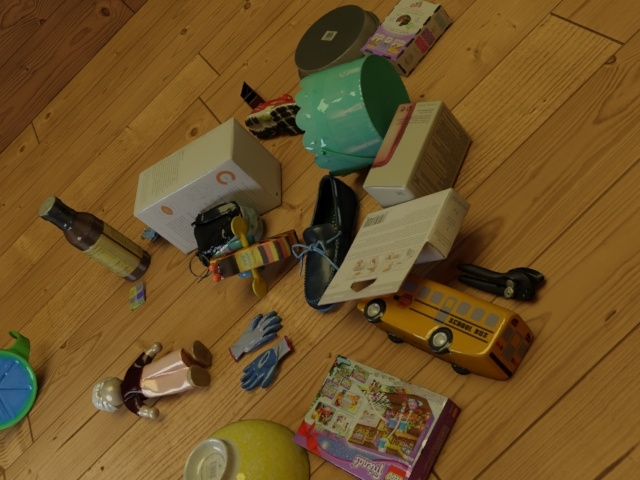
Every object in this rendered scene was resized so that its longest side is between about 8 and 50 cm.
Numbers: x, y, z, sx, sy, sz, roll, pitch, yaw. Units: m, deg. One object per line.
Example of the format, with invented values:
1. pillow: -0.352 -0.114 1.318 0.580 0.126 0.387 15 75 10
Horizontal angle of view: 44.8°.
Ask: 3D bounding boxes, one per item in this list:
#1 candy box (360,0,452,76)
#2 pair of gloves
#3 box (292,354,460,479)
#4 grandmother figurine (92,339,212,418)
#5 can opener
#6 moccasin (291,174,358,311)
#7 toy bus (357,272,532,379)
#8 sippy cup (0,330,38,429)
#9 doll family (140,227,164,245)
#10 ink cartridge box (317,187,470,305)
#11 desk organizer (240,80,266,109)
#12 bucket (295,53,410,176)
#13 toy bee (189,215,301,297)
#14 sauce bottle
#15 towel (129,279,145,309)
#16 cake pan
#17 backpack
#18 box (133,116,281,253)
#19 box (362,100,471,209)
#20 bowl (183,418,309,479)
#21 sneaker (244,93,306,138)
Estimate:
1. candy box: 0.229 -0.552 2.089 0.196 0.070 0.165 -51 40 -2
2. pair of gloves: -0.139 0.259 1.807 0.159 0.023 0.198 -43 39 9
3. box: 0.100 0.355 1.490 0.293 0.057 0.201 14 69 46
4. grandmother figurine: -0.431 0.347 1.939 0.342 0.104 0.208 -23 37 23
5. can opener: 0.340 0.080 1.509 0.186 0.073 0.059 6 102 47
6. moccasin: 0.000 0.000 1.815 0.138 0.117 0.342 -18 48 31
7. toy bus: 0.228 0.158 1.494 0.333 0.108 0.130 21 74 48
8. sippy cup: -0.984 0.424 2.286 0.305 0.240 0.224 -24 14 -34
9. doll family: -0.457 -0.060 2.309 0.111 0.076 0.193 7 69 39
10. ink cartridge box: 0.147 0.033 1.610 0.296 0.066 0.261 -16 39 58
11. desk organizer: -0.215 -0.444 2.411 0.047 0.050 0.130 -45 40 4
12. bucket: 0.089 -0.302 1.866 0.183 0.281 0.281 -15 50 34
13. toy bee: -0.198 0.061 1.898 0.298 0.195 0.162 -39 3 17
14. sauce bottle: -0.645 -0.009 2.219 0.111 0.344 0.111 -25 43 26
15. towel: -0.530 0.158 2.242 0.060 0.009 0.083 -33 42 16
16. cake pan: 0.039 -0.584 2.295 0.293 0.054 0.293 -24 45 26
17. backpack: -0.242 -0.025 2.046 0.182 0.115 0.152 -35 61 28
18. box: -0.306 -0.144 2.124 0.345 0.215 0.168 -25 45 24
19. box: 0.219 -0.175 1.737 0.127 0.148 0.232 5 62 44
20. bowl: -0.183 0.480 1.566 0.289 0.156 0.289 -23 47 27
21. sneaker: -0.099 -0.375 2.218 0.279 0.107 0.118 0 50 39
